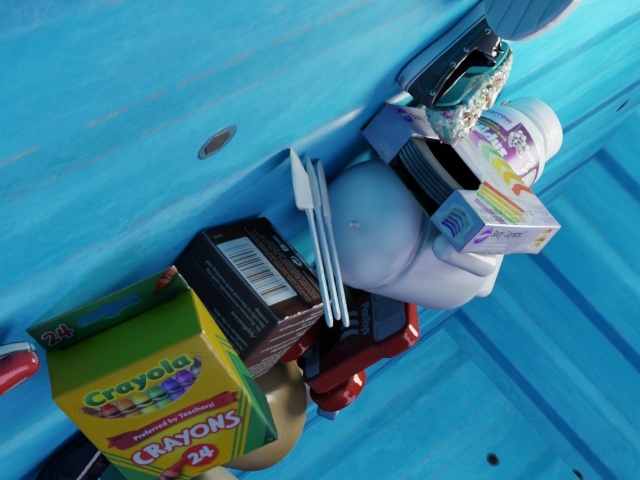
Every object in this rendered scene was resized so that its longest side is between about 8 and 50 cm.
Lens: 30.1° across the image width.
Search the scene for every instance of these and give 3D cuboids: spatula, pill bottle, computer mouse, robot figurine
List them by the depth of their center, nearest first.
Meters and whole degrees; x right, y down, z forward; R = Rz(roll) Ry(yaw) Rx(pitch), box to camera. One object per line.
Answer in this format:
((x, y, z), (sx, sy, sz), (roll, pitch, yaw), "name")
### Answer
((0.000, 0.000, 1.617), (0.019, 0.242, 0.168), (-10, 175, 10), "spatula")
((0.133, -0.008, 1.837), (0.354, 0.300, 0.199), (17, 89, -41), "robot figurine")
((-0.402, 0.369, 1.991), (0.272, 0.072, 0.188), (-51, 168, -15), "computer mouse")
((0.287, -0.138, 2.096), (0.301, 0.169, 0.169), (-34, 165, -32), "pill bottle")

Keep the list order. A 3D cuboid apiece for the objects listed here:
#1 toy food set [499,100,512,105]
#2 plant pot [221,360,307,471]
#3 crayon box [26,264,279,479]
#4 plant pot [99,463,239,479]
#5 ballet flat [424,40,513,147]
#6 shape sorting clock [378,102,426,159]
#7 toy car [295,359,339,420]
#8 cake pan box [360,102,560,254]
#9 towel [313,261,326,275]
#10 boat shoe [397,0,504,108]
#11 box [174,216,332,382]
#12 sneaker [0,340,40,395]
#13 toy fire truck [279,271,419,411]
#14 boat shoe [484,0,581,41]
((0.322, -0.221, 2.264), (0.122, 0.019, 0.078), (-44, 167, 9), "toy food set")
((-0.191, 0.273, 1.999), (0.237, 0.237, 0.254), (-46, 152, 19), "plant pot")
((-0.203, 0.186, 1.492), (0.202, 0.081, 0.318), (-25, 137, 4), "crayon box")
((-0.280, 0.466, 2.181), (0.256, 0.274, 0.256), (-39, 167, -11), "plant pot")
((0.220, -0.215, 1.760), (0.241, 0.091, 0.077), (-46, 131, -44), "ballet flat")
((0.177, -0.188, 1.895), (0.206, 0.040, 0.206), (-40, 167, -11), "shape sorting clock")
((-0.026, 0.194, 2.332), (0.210, 0.219, 0.238), (105, 6, -66), "toy car")
((0.208, -0.089, 1.759), (0.267, 0.245, 0.070), (2, 135, -53), "cake pan box")
((0.122, -0.028, 2.282), (0.325, 0.038, 0.248), (-31, 165, -46), "towel")
((0.214, -0.267, 1.659), (0.228, 0.076, 0.080), (-39, 167, -12), "boat shoe")
((-0.125, 0.099, 1.661), (0.203, 0.168, 0.167), (-47, 166, 26), "box")
((-0.416, 0.225, 1.327), (0.279, 0.118, 0.107), (-40, 168, -10), "sneaker")
((0.057, 0.129, 2.032), (0.254, 0.169, 0.302), (-30, -154, 19), "toy fire truck")
((0.344, -0.392, 1.526), (0.119, 0.121, 0.335), (-18, 151, -52), "boat shoe")
